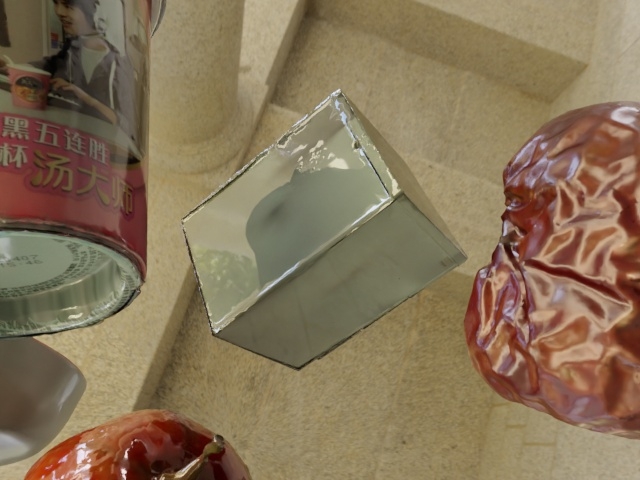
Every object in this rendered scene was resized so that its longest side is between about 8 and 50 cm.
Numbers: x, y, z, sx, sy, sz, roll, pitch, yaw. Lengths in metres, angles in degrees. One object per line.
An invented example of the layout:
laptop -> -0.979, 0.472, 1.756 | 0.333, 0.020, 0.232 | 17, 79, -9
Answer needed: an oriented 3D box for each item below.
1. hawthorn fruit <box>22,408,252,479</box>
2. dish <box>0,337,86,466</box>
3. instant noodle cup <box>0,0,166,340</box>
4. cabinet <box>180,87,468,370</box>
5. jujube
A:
hawthorn fruit -> -0.145, 0.242, 0.498 | 0.241, 0.272, 0.242 | 21, -149, -14
dish -> -0.398, 0.172, 0.641 | 0.256, 0.256, 0.117 | 13, -128, -4
instant noodle cup -> -0.207, -0.080, 0.389 | 0.243, 0.244, 0.255 | -7, -115, -11
cabinet -> 0.000, 0.000, 0.580 | 0.206, 0.150, 0.145 | -37, -128, 15
jujube -> 0.220, 0.020, 0.438 | 0.212, 0.213, 0.232 | 15, -97, -3
